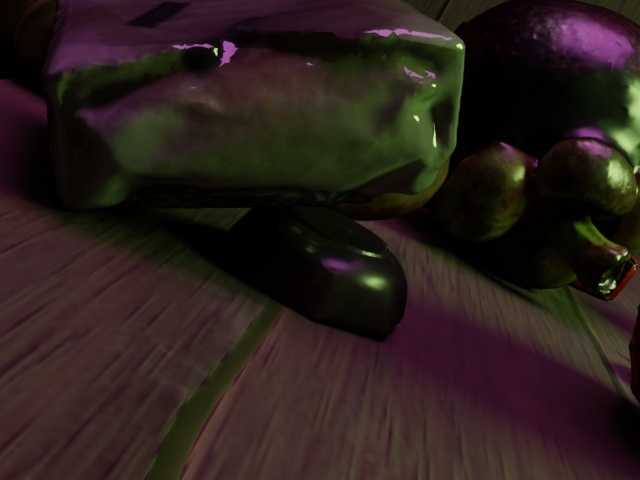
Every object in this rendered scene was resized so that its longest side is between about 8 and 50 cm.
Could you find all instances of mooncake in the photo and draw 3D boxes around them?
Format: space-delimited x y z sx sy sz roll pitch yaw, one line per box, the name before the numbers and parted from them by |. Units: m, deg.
mooncake | -0.052 -0.100 0.735 0.250 0.136 0.254 -5 27 -9

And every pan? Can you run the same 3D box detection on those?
pan | -0.013 -0.005 0.766 0.128 0.048 0.202 18 14 -34

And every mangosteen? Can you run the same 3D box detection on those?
mangosteen | 0.247 -0.101 1.200 0.330 0.330 0.330 26 12 -6

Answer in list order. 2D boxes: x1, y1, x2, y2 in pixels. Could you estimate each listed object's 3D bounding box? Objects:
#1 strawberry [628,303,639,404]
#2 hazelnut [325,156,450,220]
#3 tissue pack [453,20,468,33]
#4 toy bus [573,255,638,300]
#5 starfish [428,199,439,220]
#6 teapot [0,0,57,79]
strawberry | 0.339 0.051 0.764 0.257 0.257 0.277 43 -23 52
hazelnut | 0.004 -0.100 0.948 0.210 0.210 0.186 23 36 -19
tissue pack | 0.316 -0.150 1.626 0.370 0.210 0.198 37 -14 36
toy bus | 0.313 -0.001 1.412 0.089 0.081 0.195 32 8 -28
starfish | 0.154 -0.058 1.379 0.240 0.043 0.227 37 23 16
teapot | -0.215 -0.195 0.929 0.269 0.173 0.182 -3 56 -21
